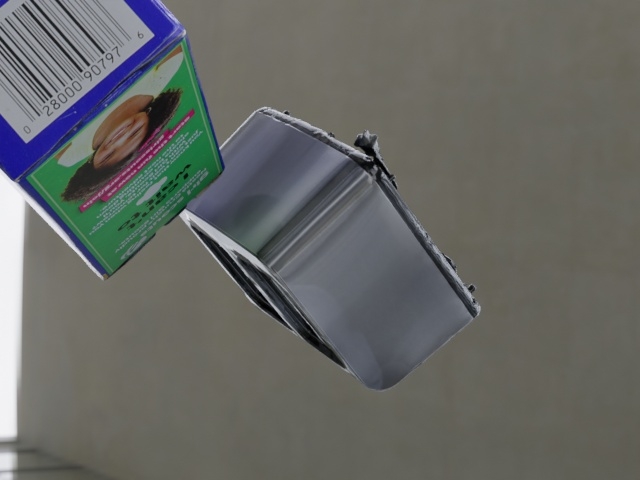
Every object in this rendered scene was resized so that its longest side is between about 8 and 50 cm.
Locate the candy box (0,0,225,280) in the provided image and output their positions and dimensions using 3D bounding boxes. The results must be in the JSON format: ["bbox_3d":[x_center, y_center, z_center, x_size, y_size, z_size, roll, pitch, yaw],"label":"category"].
[{"bbox_3d":[-0.187,-0.133,0.931,0.268,0.122,0.317,48,-5,8],"label":"candy box"}]

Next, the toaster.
[{"bbox_3d":[0.000,0.000,1.137,0.110,0.186,0.168,-45,-145,-11],"label":"toaster"}]
